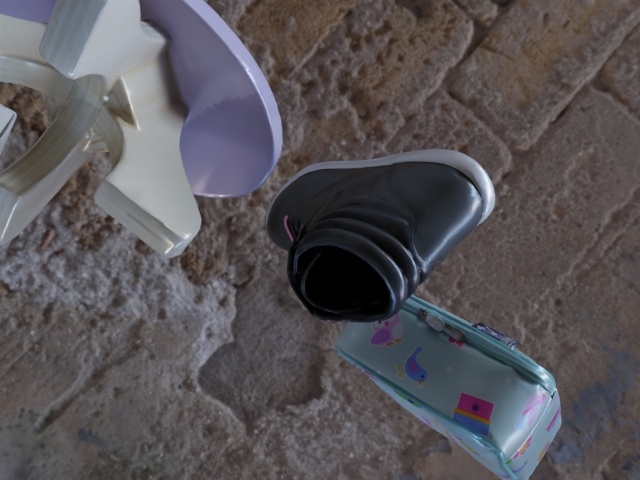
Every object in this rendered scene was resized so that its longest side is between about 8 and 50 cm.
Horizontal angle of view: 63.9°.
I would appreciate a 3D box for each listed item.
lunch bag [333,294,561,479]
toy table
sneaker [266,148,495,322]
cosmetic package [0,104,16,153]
[{"bbox_3d":[0.145,0.159,0.583,0.108,0.224,0.279,-52,142,-10],"label":"lunch bag"},{"bbox_3d":[-0.171,-0.111,0.404,0.252,0.274,0.161,-57,-175,37],"label":"toy table"},{"bbox_3d":[0.000,0.000,0.483,0.147,0.104,0.296,-43,-159,-32],"label":"sneaker"},{"bbox_3d":[-0.473,-0.041,0.552,0.309,0.160,0.113,-43,-148,30],"label":"cosmetic package"}]
